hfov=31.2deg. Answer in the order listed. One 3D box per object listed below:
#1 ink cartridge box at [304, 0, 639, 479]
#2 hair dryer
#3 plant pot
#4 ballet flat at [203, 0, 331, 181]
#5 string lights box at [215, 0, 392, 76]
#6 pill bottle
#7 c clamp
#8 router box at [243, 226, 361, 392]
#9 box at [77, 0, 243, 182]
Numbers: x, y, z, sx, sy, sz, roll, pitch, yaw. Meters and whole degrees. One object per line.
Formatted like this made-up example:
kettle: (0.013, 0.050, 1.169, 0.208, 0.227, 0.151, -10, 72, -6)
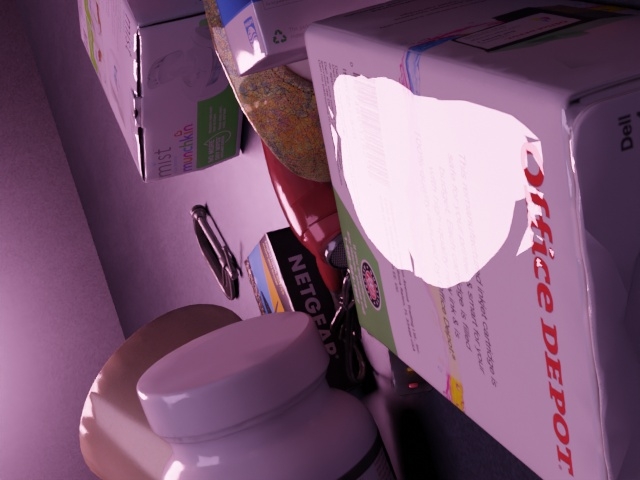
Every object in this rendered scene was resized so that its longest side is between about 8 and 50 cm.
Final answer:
ink cartridge box: (0.108, -0.013, 0.593, 0.278, 0.117, 0.201, -144, 40, -63)
hair dryer: (0.000, 0.000, 1.000, 0.223, 0.080, 0.293, 180, 74, -73)
plant pot: (-0.095, 0.248, 1.316, 0.274, 0.256, 0.256, 33, 141, 39)
ballet flat: (-0.032, -0.216, 0.850, 0.123, 0.123, 0.348, 159, 93, -73)
string lights box: (-0.021, -0.250, 0.728, 0.077, 0.133, 0.259, 170, 83, -71)
pill bottle: (-0.023, 0.264, 1.058, 0.363, 0.210, 0.210, 70, 163, -11)
c clamp: (-0.142, 0.009, 1.551, 0.160, 0.022, 0.137, 53, 160, 43)
router box: (-0.022, 0.084, 1.204, 0.133, 0.046, 0.179, 132, 118, -70)
box: (-0.178, -0.235, 1.236, 0.262, 0.127, 0.231, 101, 146, -57)
